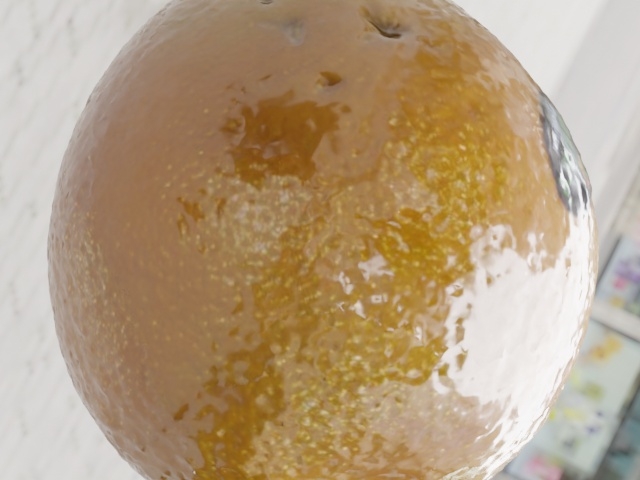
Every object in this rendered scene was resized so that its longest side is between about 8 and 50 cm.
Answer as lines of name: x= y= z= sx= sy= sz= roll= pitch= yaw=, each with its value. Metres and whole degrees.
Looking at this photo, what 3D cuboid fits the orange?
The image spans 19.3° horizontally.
orange: x=0.000 y=0.000 z=0.665 sx=0.206 sy=0.206 sz=0.206 roll=-61 pitch=170 yaw=-18
